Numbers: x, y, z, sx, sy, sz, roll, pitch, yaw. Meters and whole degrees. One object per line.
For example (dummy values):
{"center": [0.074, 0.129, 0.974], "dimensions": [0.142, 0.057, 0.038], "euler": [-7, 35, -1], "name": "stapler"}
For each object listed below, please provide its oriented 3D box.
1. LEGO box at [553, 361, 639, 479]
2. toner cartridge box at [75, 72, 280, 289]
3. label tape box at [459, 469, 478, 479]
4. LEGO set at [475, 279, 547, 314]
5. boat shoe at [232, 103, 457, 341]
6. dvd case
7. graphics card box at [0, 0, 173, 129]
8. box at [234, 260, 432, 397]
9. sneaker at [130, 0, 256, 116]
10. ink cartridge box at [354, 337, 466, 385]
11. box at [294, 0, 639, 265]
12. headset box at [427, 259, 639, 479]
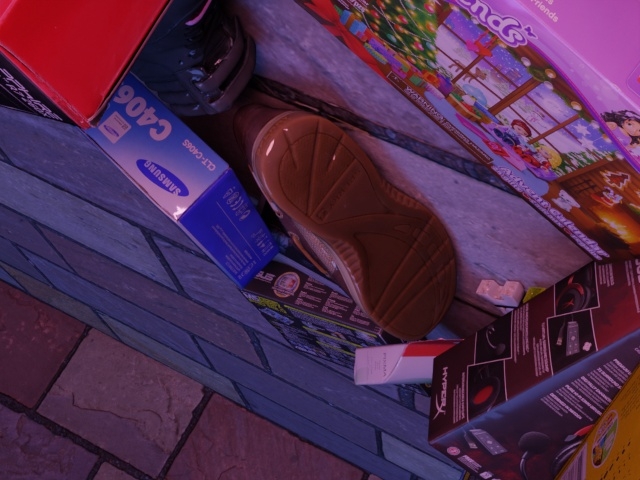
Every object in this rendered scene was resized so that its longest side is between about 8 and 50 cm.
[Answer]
{"center": [0.356, 0.303, 0.696], "dimensions": [0.372, 0.193, 0.500], "euler": [20, 131, 4], "name": "LEGO box"}
{"center": [-0.146, -0.055, 0.999], "dimensions": [0.165, 0.075, 0.348], "euler": [42, 174, 13], "name": "toner cartridge box"}
{"center": [0.264, 0.301, 1.180], "dimensions": [0.115, 0.249, 0.348], "euler": [26, 161, 7], "name": "label tape box"}
{"center": [0.257, 0.104, 0.946], "dimensions": [0.093, 0.087, 0.227], "euler": [41, 159, -28], "name": "LEGO set"}
{"center": [0.026, -0.020, 0.952], "dimensions": [0.342, 0.123, 0.123], "euler": [43, 174, -40], "name": "boat shoe"}
{"center": [0.000, 0.000, 1.144], "dimensions": [0.179, 0.030, 0.239], "euler": [29, 162, 0], "name": "dvd case"}
{"center": [-0.242, -0.220, 0.630], "dimensions": [0.371, 0.233, 0.094], "euler": [17, 161, 36], "name": "graphics card box"}
{"center": [0.031, 0.130, 1.379], "dimensions": [0.270, 0.060, 0.216], "euler": [15, 155, 36], "name": "box"}
{"center": [-0.096, -0.178, 0.736], "dimensions": [0.147, 0.105, 0.295], "euler": [36, 166, -23], "name": "sneaker"}
{"center": [0.167, 0.149, 1.116], "dimensions": [0.181, 0.056, 0.224], "euler": [2, 172, -22], "name": "ink cartridge box"}
{"center": [0.123, -0.104, 0.557], "dimensions": [0.293, 0.057, 0.201], "euler": [40, 169, -3], "name": "box"}
{"center": [0.273, 0.131, 0.795], "dimensions": [0.218, 0.110, 0.293], "euler": [38, 126, -20], "name": "headset box"}
